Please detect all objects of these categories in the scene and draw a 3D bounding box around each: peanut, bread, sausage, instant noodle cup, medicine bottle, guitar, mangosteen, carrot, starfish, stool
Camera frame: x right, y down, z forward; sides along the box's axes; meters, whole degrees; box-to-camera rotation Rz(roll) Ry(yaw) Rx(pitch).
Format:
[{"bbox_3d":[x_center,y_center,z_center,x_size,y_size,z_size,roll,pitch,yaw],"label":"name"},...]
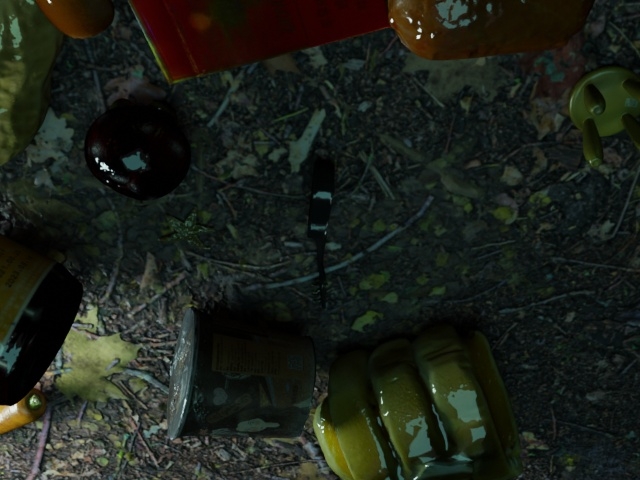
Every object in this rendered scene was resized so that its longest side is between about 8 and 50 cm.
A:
[{"bbox_3d":[-0.427,-0.225,1.281,0.149,0.149,0.313,18,126,-12],"label":"peanut"},{"bbox_3d":[0.155,0.314,1.605,0.341,0.210,0.300,-11,120,7],"label":"bread"},{"bbox_3d":[0.215,-0.310,1.214,0.268,0.153,0.141,-8,120,-13],"label":"sausage"},{"bbox_3d":[-0.128,0.224,1.547,0.207,0.217,0.217,9,123,-15],"label":"instant noodle cup"},{"bbox_3d":[-0.580,0.073,1.426,0.395,0.242,0.242,25,120,-2],"label":"medicine bottle"},{"bbox_3d":[-0.002,0.000,1.482,0.038,0.084,0.271,4,129,1],"label":"guitar"},{"bbox_3d":[-0.254,-0.133,1.351,0.152,0.152,0.152,-1,123,-1],"label":"mangosteen"},{"bbox_3d":[-0.566,0.321,1.689,0.257,0.061,0.061,-32,119,30],"label":"carrot"},{"bbox_3d":[-0.323,-0.349,1.101,0.089,0.083,0.300,27,158,31],"label":"sausage"},{"bbox_3d":[-0.209,-0.011,1.498,0.086,0.016,0.092,-31,121,20],"label":"starfish"},{"bbox_3d":[0.415,-0.174,1.347,0.134,0.110,0.135,33,115,-20],"label":"stool"}]

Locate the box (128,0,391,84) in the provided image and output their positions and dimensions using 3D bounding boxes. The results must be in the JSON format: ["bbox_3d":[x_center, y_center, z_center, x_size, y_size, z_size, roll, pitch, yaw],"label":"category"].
[{"bbox_3d":[-0.081,-0.331,1.220,0.313,0.089,0.197,-14,142,7],"label":"box"}]
